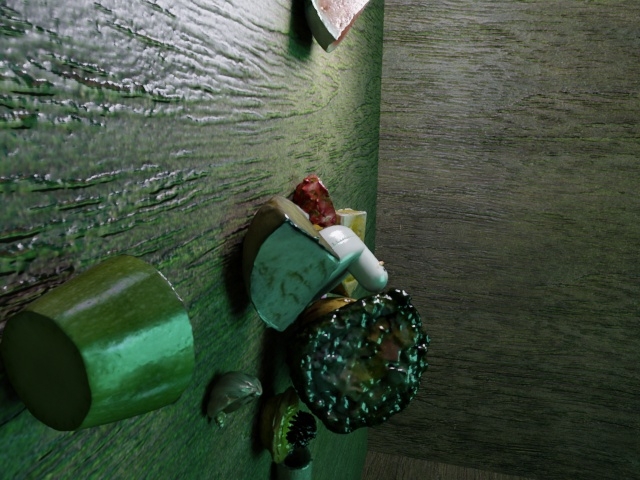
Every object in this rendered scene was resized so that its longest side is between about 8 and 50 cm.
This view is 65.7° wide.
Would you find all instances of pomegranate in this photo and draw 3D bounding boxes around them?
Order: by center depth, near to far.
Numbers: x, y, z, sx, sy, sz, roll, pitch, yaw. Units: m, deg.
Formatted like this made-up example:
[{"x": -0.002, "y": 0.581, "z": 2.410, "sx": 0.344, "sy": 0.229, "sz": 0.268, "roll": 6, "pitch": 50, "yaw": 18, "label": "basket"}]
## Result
[{"x": 0.057, "y": 0.299, "z": 1.458, "sx": 0.281, "sy": 0.281, "sz": 0.281, "roll": 4, "pitch": 90, "yaw": -77, "label": "pomegranate"}]

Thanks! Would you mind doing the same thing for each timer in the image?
[{"x": 0.027, "y": 0.079, "z": 1.273, "sx": 0.233, "sy": 0.240, "sz": 0.233, "roll": -38, "pitch": 166, "yaw": -11, "label": "timer"}]

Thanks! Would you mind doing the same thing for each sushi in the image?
[{"x": 0.098, "y": 0.300, "z": 1.225, "sx": 0.294, "sy": 0.351, "sz": 0.178, "roll": 64, "pitch": -12, "yaw": 4, "label": "sushi"}]

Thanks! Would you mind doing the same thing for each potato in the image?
[{"x": -0.109, "y": 0.016, "z": 1.044, "sx": 0.189, "sy": 0.211, "sz": 0.264, "roll": 35, "pitch": 12, "yaw": -32, "label": "potato"}]

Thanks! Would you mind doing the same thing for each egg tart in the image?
[{"x": -0.104, "y": 0.450, "z": 1.223, "sx": 0.191, "sy": 0.074, "sz": 0.191, "roll": 4, "pitch": 90, "yaw": -78, "label": "egg tart"}]

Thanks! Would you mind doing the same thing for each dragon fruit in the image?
[{"x": -0.038, "y": -0.093, "z": 1.325, "sx": 0.153, "sy": 0.110, "sz": 0.153, "roll": 58, "pitch": -17, "yaw": 29, "label": "dragon fruit"}]

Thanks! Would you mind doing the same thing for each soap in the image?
[{"x": 0.064, "y": 0.041, "z": 1.469, "sx": 0.160, "sy": 0.080, "sz": 0.258, "roll": -12, "pitch": 110, "yaw": -58, "label": "soap"}]

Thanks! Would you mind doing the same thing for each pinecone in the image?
[{"x": -0.046, "y": 0.442, "z": 1.160, "sx": 0.083, "sy": 0.077, "sz": 0.077, "roll": -35, "pitch": 136, "yaw": -33, "label": "pinecone"}]

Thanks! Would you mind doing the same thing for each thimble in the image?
[{"x": -0.072, "y": 0.627, "z": 1.355, "sx": 0.115, "sy": 0.102, "sz": 0.090, "roll": -28, "pitch": 123, "yaw": -66, "label": "thimble"}]

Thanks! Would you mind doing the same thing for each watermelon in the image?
[{"x": 0.032, "y": -0.613, "z": 1.283, "sx": 0.260, "sy": 0.176, "sz": 0.256, "roll": -49, "pitch": 139, "yaw": -31, "label": "watermelon"}]

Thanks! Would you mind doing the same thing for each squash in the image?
[{"x": -0.215, "y": 0.106, "z": 0.486, "sx": 0.123, "sy": 0.170, "sz": 0.170, "roll": -26, "pitch": 121, "yaw": -61, "label": "squash"}]

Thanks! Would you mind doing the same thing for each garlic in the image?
[{"x": -0.163, "y": 0.284, "z": 0.919, "sx": 0.074, "sy": 0.094, "sz": 0.113, "roll": 52, "pitch": 28, "yaw": -3, "label": "garlic"}]

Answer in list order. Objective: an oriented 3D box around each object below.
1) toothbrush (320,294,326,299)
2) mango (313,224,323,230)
[{"x": -0.001, "y": 0.304, "z": 1.733, "sx": 0.025, "sy": 0.020, "sz": 0.287, "roll": 56, "pitch": 40, "yaw": -82, "label": "toothbrush"}, {"x": 0.000, "y": 0.000, "z": 1.510, "sx": 0.184, "sy": 0.084, "sz": 0.102, "roll": 27, "pitch": 70, "yaw": -64, "label": "mango"}]
